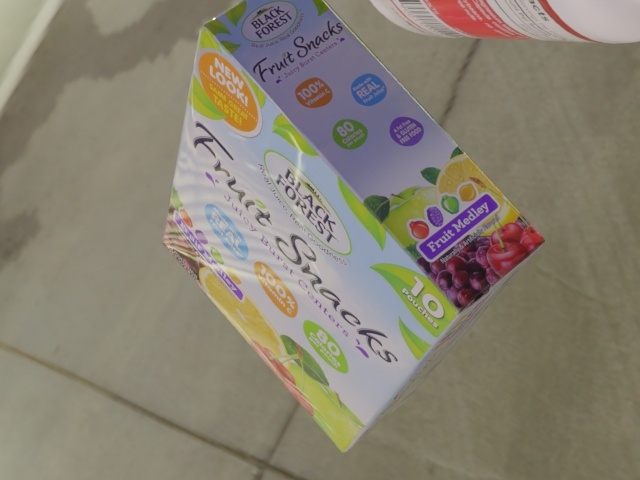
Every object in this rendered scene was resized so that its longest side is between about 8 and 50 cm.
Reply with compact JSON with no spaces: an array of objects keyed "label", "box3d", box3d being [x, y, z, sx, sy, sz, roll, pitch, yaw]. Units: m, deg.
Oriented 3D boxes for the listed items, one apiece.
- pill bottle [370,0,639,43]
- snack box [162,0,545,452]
[{"label":"pill bottle","box3d":[0.221,-0.296,1.143,0.408,0.229,0.229,16,75,56]},{"label":"snack box","box3d":[0.000,0.000,0.377,0.037,0.100,0.141,-38,-11,-24]}]
